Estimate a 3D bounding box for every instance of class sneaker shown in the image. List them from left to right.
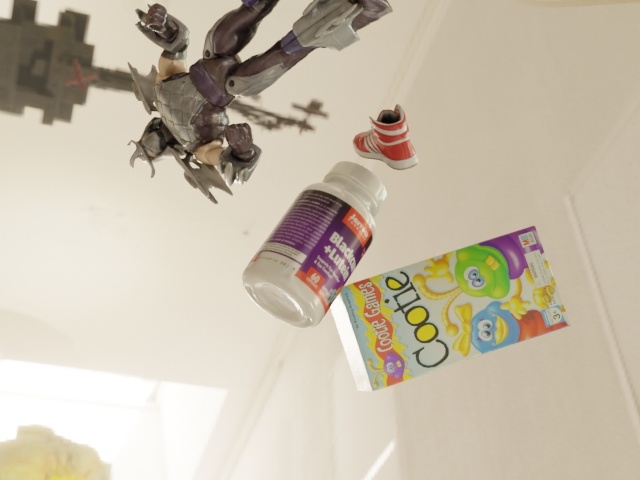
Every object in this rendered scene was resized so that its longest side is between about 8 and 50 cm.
[{"bbox_3d":[0.068,-0.125,0.998,0.118,0.042,0.067,31,-35,57],"label":"sneaker"}]

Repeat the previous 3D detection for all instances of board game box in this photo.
[{"bbox_3d":[0.166,0.096,1.182,0.142,0.275,0.144,119,-47,-79],"label":"board game box"}]

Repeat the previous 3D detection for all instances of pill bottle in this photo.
[{"bbox_3d":[0.000,0.000,1.042,0.193,0.108,0.108,-56,-178,-27],"label":"pill bottle"}]

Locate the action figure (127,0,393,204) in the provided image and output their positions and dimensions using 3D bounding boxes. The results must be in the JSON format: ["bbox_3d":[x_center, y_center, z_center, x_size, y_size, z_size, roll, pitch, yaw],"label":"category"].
[{"bbox_3d":[-0.081,-0.154,0.766,0.285,0.185,0.099,-39,174,24],"label":"action figure"}]

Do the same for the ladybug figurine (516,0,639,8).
[{"bbox_3d":[0.327,-0.287,0.734,0.449,0.305,0.162,13,-67,50],"label":"ladybug figurine"}]
